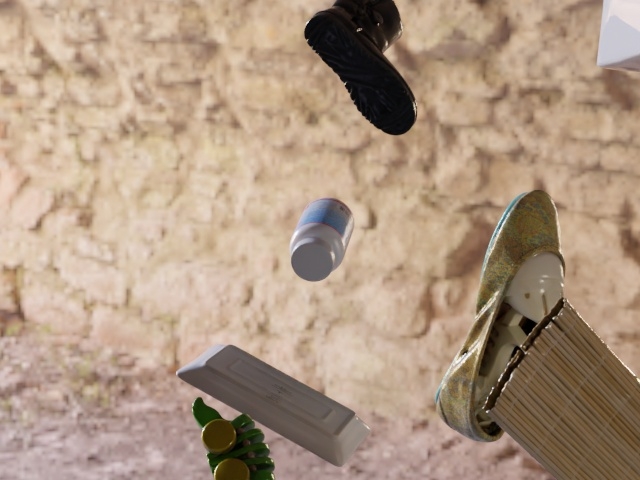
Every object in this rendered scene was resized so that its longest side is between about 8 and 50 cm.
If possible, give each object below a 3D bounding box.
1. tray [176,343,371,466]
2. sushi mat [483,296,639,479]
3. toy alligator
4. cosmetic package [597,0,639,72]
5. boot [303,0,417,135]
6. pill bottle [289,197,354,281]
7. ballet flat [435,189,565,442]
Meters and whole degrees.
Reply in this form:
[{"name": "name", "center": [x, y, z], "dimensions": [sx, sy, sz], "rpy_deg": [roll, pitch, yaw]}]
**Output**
[{"name": "tray", "center": [-0.061, 0.223, 1.649], "dimensions": [0.270, 0.030, 0.145], "rpy_deg": [27, 21, 12]}, {"name": "sushi mat", "center": [0.309, 0.209, 1.270], "dimensions": [0.316, 0.151, 0.019], "rpy_deg": [44, -13, -29]}, {"name": "toy alligator", "center": [-0.057, 0.205, 0.942], "dimensions": [0.051, 0.056, 0.189], "rpy_deg": [-19, 56, -8]}, {"name": "cosmetic package", "center": [0.536, -0.298, 1.370], "dimensions": [0.230, 0.161, 0.453], "rpy_deg": [5, -1, -13]}, {"name": "boot", "center": [0.099, -0.312, 1.911], "dimensions": [0.094, 0.246, 0.207], "rpy_deg": [-38, 7, 38]}, {"name": "pill bottle", "center": [0.000, 0.000, 1.800], "dimensions": [0.087, 0.087, 0.160], "rpy_deg": [4, 25, 9]}, {"name": "ballet flat", "center": [0.255, 0.110, 1.501], "dimensions": [0.123, 0.348, 0.123], "rpy_deg": [17, 18, -6]}]
